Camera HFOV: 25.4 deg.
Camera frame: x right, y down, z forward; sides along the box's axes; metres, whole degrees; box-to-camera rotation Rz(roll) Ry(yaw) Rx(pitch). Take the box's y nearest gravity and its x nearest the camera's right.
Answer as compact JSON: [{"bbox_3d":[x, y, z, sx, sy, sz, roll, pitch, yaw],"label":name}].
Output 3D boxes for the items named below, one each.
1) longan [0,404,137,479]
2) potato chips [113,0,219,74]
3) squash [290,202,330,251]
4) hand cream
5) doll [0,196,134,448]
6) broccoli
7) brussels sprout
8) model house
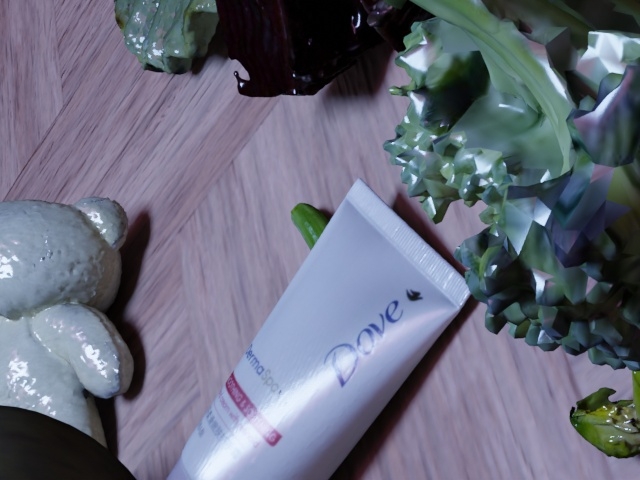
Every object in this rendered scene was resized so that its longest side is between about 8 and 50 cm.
[{"bbox_3d":[-0.225,0.271,0.909,0.361,0.361,0.361,-33,48,47],"label":"longan"},{"bbox_3d":[-0.104,-0.350,1.260,0.358,0.070,0.429,2,77,57],"label":"potato chips"},{"bbox_3d":[0.001,-0.001,0.953,0.027,0.027,0.089,-58,34,23],"label":"squash"},{"bbox_3d":[-0.008,0.094,0.878,0.133,0.083,0.248,43,105,44],"label":"hand cream"},{"bbox_3d":[-0.236,0.105,1.217,0.149,0.175,0.278,78,-172,-73],"label":"doll"},{"bbox_3d":[0.099,-0.091,0.611,0.249,0.302,0.375,75,-165,-49],"label":"broccoli"},{"bbox_3d":[0.154,0.074,0.656,0.083,0.046,0.051,-57,36,42],"label":"brussels sprout"},{"bbox_3d":[0.004,-0.183,0.933,0.203,0.141,0.164,-5,60,55],"label":"model house"}]
